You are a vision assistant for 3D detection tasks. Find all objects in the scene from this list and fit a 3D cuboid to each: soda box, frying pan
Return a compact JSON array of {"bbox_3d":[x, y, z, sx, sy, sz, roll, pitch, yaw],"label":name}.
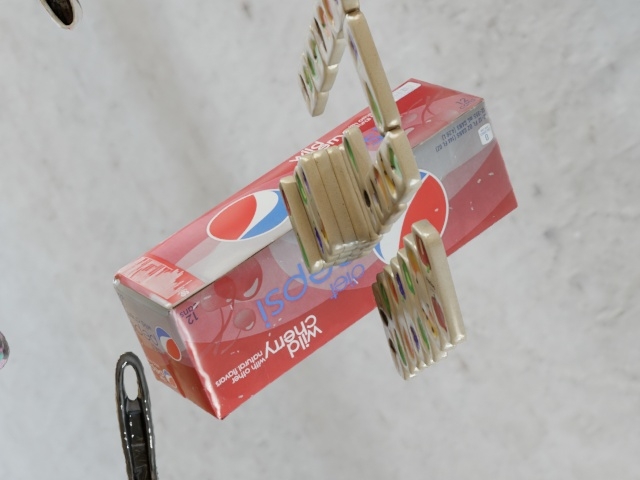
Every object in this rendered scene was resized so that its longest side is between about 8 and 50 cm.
[{"bbox_3d":[0.000,0.000,1.084,0.083,0.263,0.092,25,142,52],"label":"soda box"},{"bbox_3d":[-0.125,0.266,1.458,0.053,0.197,0.326,-110,37,-63],"label":"frying pan"}]

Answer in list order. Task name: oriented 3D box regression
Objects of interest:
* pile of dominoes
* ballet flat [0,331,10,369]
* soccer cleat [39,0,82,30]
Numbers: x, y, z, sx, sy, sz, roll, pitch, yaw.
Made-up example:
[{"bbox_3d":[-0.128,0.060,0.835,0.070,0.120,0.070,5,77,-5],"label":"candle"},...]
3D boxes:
[{"bbox_3d":[0.014,-0.021,0.880,0.251,0.040,0.196,114,137,-81],"label":"pile of dominoes"},{"bbox_3d":[-0.275,0.062,1.041,0.221,0.077,0.079,5,162,43],"label":"ballet flat"},{"bbox_3d":[-0.184,-0.179,1.119,0.035,0.029,0.083,-114,1,-73],"label":"soccer cleat"}]
